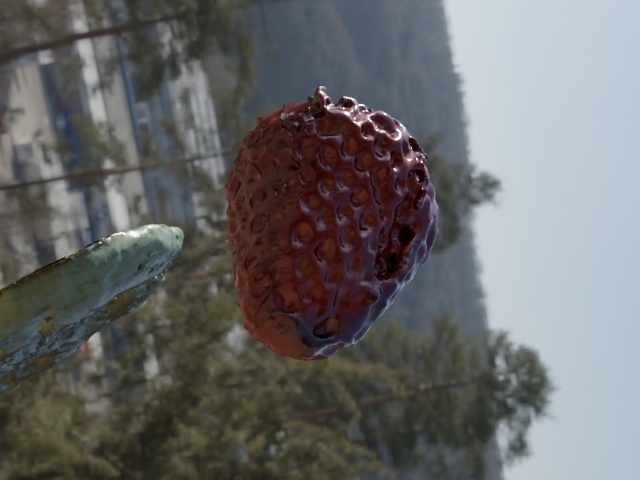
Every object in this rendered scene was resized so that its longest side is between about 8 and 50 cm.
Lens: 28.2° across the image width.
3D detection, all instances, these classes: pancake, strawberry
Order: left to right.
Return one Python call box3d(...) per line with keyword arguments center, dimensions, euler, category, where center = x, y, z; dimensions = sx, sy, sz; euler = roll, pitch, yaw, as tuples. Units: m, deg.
box3d(center=(-0.192, 0.068, 0.790), dimensions=(0.037, 0.254, 0.253), euler=(56, 0, 3), category="pancake")
box3d(center=(0.000, 0.000, 1.110), dimensions=(0.244, 0.205, 0.205), euler=(-70, 157, -46), category="strawberry")
